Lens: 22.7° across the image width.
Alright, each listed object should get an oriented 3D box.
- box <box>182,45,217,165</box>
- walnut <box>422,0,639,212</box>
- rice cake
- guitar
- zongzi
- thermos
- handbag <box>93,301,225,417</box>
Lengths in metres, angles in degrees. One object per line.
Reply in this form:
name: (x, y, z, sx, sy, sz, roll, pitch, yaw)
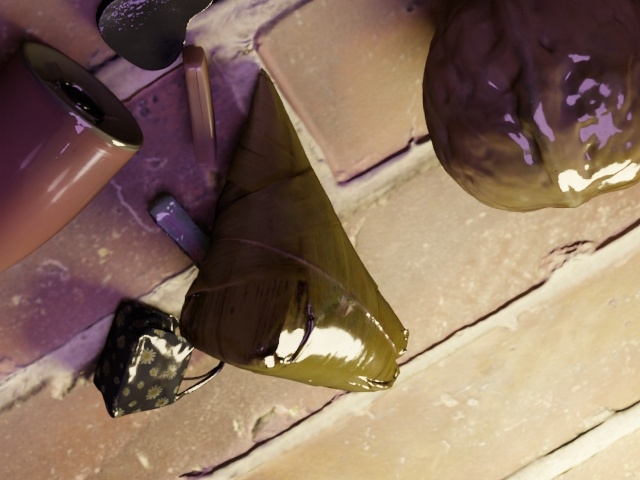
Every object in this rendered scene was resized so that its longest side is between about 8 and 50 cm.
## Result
box: (-0.118, -0.132, 1.574, 0.025, 0.048, 0.115, -8, 122, -4)
walnut: (0.222, -0.141, 1.553, 0.248, 0.248, 0.248, -8, 122, -12)
rice cake: (-0.114, 0.026, 1.682, 0.033, 0.033, 0.208, -40, 125, -2)
guitar: (-0.117, -0.262, 1.509, 0.088, 0.025, 0.233, 35, 106, -30)
zongzi: (0.000, 0.000, 1.669, 0.274, 0.145, 0.300, 18, 78, -51)
thermos: (-0.315, -0.054, 1.512, 0.265, 0.146, 0.176, -45, 81, 13)
handbag: (-0.165, 0.129, 1.717, 0.139, 0.072, 0.115, 4, 118, -34)
